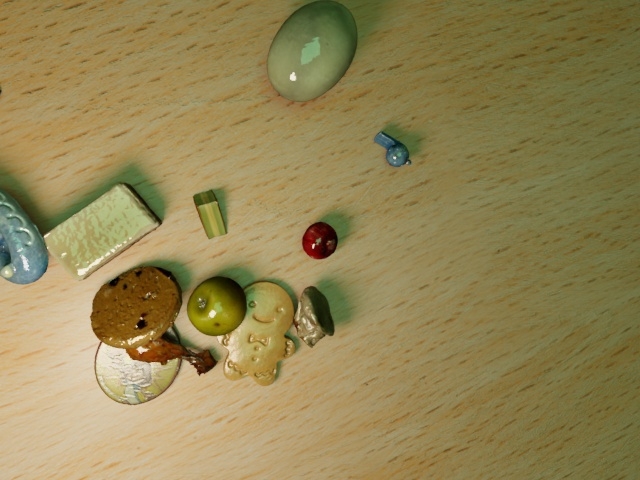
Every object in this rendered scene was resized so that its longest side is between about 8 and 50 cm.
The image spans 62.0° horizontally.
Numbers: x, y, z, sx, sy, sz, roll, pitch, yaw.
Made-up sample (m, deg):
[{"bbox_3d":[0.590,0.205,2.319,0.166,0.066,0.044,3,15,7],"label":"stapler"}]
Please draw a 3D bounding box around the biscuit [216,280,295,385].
[{"bbox_3d":[-0.209,0.315,1.820,0.275,0.052,0.355,17,89,-12],"label":"biscuit"}]

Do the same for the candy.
[{"bbox_3d":[-0.680,-0.030,1.668,0.320,0.135,0.179,-36,97,-10],"label":"candy"}]

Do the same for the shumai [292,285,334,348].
[{"bbox_3d":[-0.033,0.260,1.806,0.120,0.201,0.201,-26,97,14],"label":"shumai"}]

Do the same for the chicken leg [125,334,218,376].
[{"bbox_3d":[-0.472,0.357,1.710,0.304,0.093,0.113,22,77,-22],"label":"chicken leg"}]

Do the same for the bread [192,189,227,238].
[{"bbox_3d":[-0.371,-0.085,1.794,0.074,0.084,0.139,-21,126,-11],"label":"bread"}]

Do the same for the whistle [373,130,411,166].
[{"bbox_3d":[0.257,-0.311,1.889,0.158,0.090,0.090,28,86,-12],"label":"whistle"}]

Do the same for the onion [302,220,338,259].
[{"bbox_3d":[0.000,0.000,1.822,0.131,0.131,0.131,0,91,-12],"label":"onion"}]

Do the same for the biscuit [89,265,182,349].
[{"bbox_3d":[-0.570,0.209,1.666,0.295,0.075,0.296,-5,55,8],"label":"biscuit"}]

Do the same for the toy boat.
[{"bbox_3d":[-0.946,-0.007,1.561,0.215,0.123,0.330,-34,92,29],"label":"toy boat"}]

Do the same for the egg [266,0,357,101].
[{"bbox_3d":[-0.026,-0.613,1.731,0.258,0.258,0.352,38,79,-10],"label":"egg"}]

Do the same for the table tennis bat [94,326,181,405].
[{"bbox_3d":[-0.571,0.340,1.745,0.268,0.051,0.415,25,88,-14],"label":"table tennis bat"}]

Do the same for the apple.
[{"bbox_3d":[-0.336,0.212,1.722,0.196,0.157,0.196,-7,72,24],"label":"apple"}]
